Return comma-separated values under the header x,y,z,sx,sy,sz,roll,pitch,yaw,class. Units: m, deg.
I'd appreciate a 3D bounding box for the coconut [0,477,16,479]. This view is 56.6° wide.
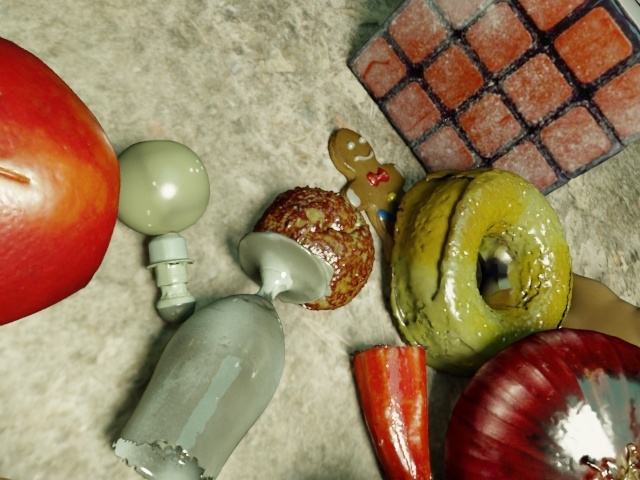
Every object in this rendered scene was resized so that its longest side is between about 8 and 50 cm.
x,y,z,sx,sy,sz,roll,pitch,yaw,class
-0.195,0.201,0.252,0.237,0.237,0.197,31,50,-21,coconut

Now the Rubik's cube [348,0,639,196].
x,y,z,sx,sy,sz,roll,pitch,yaw,class
0.315,-0.272,0.889,0.344,0.344,0.337,55,44,-1,Rubik's cube

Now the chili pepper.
x,y,z,sx,sy,sz,roll,pitch,yaw,class
0.085,0.196,0.612,0.088,0.065,0.169,2,67,-21,chili pepper

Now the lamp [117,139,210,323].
x,y,z,sx,sy,sz,roll,pitch,yaw,class
-0.140,-0.006,0.537,0.091,0.091,0.163,-6,85,-42,lamp

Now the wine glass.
x,y,z,sx,sy,sz,roll,pitch,yaw,class
-0.075,0.098,0.504,0.103,0.103,0.222,41,51,-13,wine glass

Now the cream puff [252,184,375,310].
x,y,z,sx,sy,sz,roll,pitch,yaw,class
0.000,0.000,0.640,0.149,0.084,0.149,22,51,-31,cream puff

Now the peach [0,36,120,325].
x,y,z,sx,sy,sz,roll,pitch,yaw,class
-0.252,-0.039,0.381,0.226,0.196,0.190,7,27,-39,peach

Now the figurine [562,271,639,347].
x,y,z,sx,sy,sz,roll,pitch,yaw,class
0.398,0.173,0.817,0.177,0.247,0.173,-46,135,-22,figurine

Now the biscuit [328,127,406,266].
x,y,z,sx,sy,sz,roll,pitch,yaw,class
0.080,-0.064,0.786,0.138,0.031,0.205,-27,82,-46,biscuit

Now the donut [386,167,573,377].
x,y,z,sx,sy,sz,roll,pitch,yaw,class
0.205,0.034,0.726,0.272,0.107,0.272,5,78,-26,donut

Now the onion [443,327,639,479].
x,y,z,sx,sy,sz,roll,pitch,yaw,class
0.259,0.225,0.645,0.273,0.285,0.273,0,91,-1,onion
